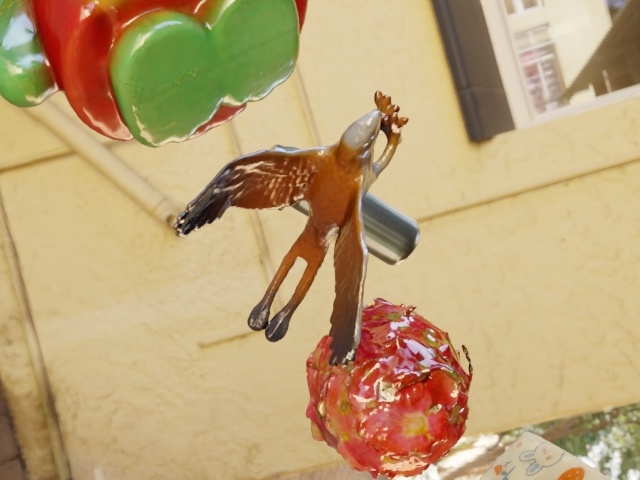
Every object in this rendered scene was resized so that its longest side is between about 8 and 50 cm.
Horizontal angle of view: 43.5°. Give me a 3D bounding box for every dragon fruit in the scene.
[{"bbox_3d":[0.080,0.174,1.000,0.268,0.205,0.210,-100,-178,-58],"label":"dragon fruit"}]

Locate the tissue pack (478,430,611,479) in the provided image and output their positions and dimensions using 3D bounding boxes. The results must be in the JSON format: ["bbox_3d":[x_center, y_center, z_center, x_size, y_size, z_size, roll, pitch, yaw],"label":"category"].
[{"bbox_3d":[0.210,0.233,0.560,0.148,0.092,0.196,44,-6,-14],"label":"tissue pack"}]

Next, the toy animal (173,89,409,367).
[{"bbox_3d":[0.014,-0.019,0.928,0.225,0.302,0.284,35,-9,7],"label":"toy animal"}]

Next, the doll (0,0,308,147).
[{"bbox_3d":[-0.151,-0.194,0.473,0.363,0.182,0.160,44,-19,40],"label":"doll"}]

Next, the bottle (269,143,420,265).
[{"bbox_3d":[0.025,-0.046,1.164,0.079,0.253,0.096,-24,-142,64],"label":"bottle"}]
